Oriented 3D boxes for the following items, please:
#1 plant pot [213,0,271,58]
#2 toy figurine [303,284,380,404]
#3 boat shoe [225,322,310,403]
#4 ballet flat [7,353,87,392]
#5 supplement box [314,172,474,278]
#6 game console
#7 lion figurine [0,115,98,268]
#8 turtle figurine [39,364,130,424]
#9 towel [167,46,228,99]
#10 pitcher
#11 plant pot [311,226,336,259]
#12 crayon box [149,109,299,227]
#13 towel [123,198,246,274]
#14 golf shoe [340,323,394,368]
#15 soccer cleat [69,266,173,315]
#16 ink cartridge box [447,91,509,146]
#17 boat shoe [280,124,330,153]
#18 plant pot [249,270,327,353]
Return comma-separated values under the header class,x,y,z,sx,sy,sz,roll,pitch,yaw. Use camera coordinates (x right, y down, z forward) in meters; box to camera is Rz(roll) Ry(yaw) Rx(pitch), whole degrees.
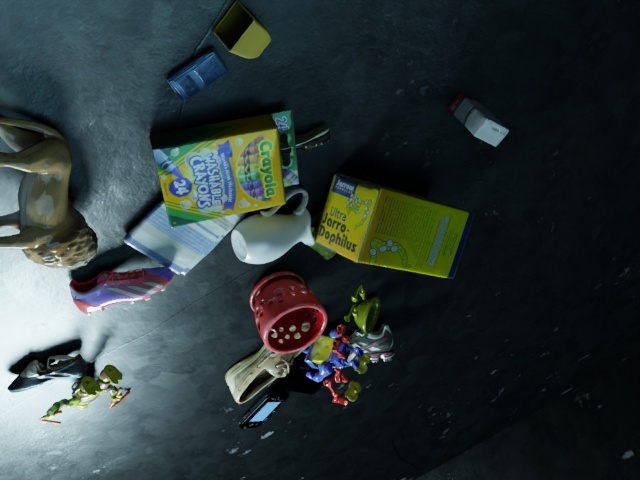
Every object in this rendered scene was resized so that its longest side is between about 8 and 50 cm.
class,x,y,z,sx,sy,sz,roll,pitch,yaw
plant pot,-0.148,-0.415,1.370,0.081,0.081,0.083,-47,146,17
toy figurine,0.027,0.314,2.135,0.191,0.217,0.362,43,59,-44
boat shoe,-0.137,0.379,2.115,0.341,0.110,0.122,-39,138,8
ballet flat,-0.715,0.339,1.776,0.203,0.074,0.074,-12,135,-12
supplement box,0.199,-0.035,1.811,0.357,0.194,0.195,11,99,-37
game console,-0.133,0.526,2.298,0.213,0.044,0.361,20,121,-41
lion figurine,-0.568,-0.097,1.386,0.240,0.142,0.392,-9,130,-33
turtle figurine,-0.624,0.413,1.869,0.270,0.087,0.217,-7,154,-42
towel,-0.253,-0.343,1.411,0.120,0.029,0.067,-34,139,2
pitcher,-0.118,-0.038,1.730,0.207,0.125,0.177,-18,124,-30
plant pot,0.000,0.000,1.863,0.079,0.083,0.083,24,116,-30
crayon box,-0.201,-0.163,1.532,0.323,0.083,0.203,-13,127,-12
towel,-0.314,-0.049,1.658,0.285,0.034,0.209,-43,135,10
golf shoe,0.110,0.350,2.264,0.273,0.105,0.120,-8,103,-13
soccer cleat,-0.485,0.106,1.660,0.248,0.083,0.095,-18,122,-1
ink cartridge box,0.405,-0.311,1.751,0.099,0.135,0.056,16,121,-39
boat shoe,-0.036,-0.234,1.629,0.133,0.049,0.042,-24,130,-15
plant pot,-0.097,0.191,1.909,0.191,0.174,0.191,-16,137,-16
